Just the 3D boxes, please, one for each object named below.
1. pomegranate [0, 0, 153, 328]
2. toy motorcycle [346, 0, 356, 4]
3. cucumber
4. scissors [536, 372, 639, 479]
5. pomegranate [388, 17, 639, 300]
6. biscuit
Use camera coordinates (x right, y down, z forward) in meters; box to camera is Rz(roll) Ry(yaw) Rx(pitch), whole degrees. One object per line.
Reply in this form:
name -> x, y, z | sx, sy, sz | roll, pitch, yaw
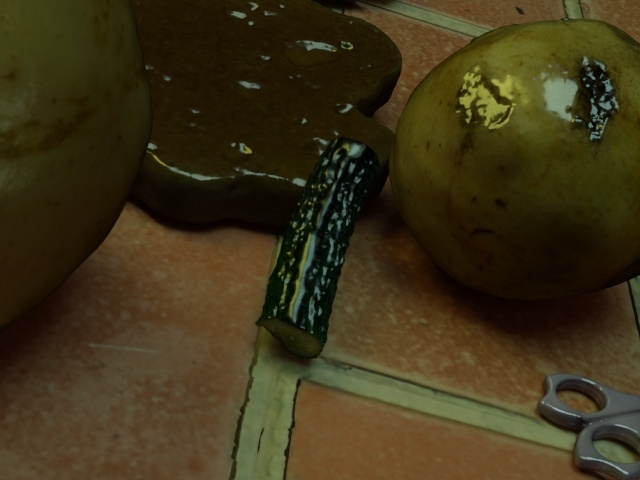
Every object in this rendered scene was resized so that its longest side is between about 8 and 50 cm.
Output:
pomegranate -> -0.277, -0.097, 0.648 | 0.342, 0.342, 0.342 | 13, 38, -10
toy motorcycle -> -0.008, -0.336, 1.276 | 0.254, 0.112, 0.112 | 5, 40, -22
cucumber -> 0.000, -0.001, 0.835 | 0.058, 0.058, 0.187 | 19, 56, -2
scissors -> 0.273, 0.138, 0.861 | 0.212, 0.021, 0.110 | -4, 40, -29
pomegranate -> 0.187, -0.069, 0.912 | 0.260, 0.260, 0.260 | 13, 38, -10
biscuit -> -0.088, -0.149, 1.001 | 0.381, 0.074, 0.359 | -7, 51, -32
